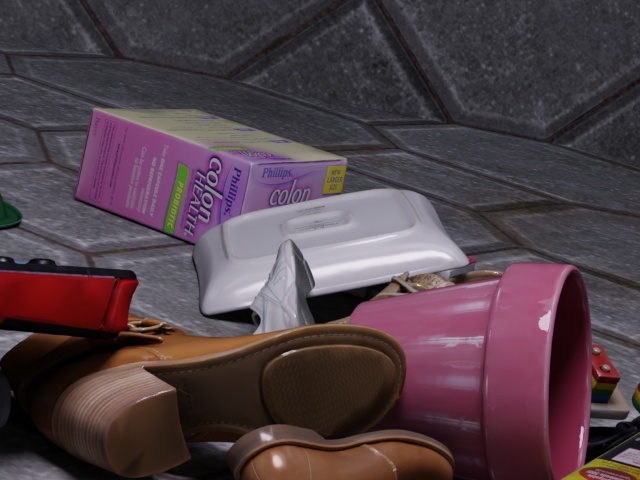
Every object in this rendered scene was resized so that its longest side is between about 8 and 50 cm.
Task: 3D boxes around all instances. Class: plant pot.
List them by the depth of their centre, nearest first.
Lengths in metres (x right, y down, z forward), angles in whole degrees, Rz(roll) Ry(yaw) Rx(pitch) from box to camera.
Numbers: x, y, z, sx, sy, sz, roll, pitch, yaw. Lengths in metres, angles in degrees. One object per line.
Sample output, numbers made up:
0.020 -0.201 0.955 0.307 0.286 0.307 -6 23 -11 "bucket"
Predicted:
0.119 0.116 1.590 0.180 0.201 0.201 0 8 17 "plant pot"

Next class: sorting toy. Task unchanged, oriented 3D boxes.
0.199 0.100 1.760 0.275 0.046 0.132 6 35 -22 "sorting toy"

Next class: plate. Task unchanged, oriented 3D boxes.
0.000 0.000 2.062 0.277 0.045 0.278 -11 15 -3 "plate"

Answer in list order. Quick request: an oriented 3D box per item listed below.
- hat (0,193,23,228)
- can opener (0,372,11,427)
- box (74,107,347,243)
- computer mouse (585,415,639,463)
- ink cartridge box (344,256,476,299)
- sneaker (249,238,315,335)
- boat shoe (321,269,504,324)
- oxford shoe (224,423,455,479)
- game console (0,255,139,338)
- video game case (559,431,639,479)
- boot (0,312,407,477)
-0.405 -0.123 2.094 0.173 0.183 0.208 21 14 34 "hat"
-0.358 0.095 1.358 0.280 0.093 0.074 7 1 -23 "can opener"
-0.131 -0.074 2.338 0.243 0.117 0.213 19 13 29 "box"
0.365 0.206 1.726 0.262 0.060 0.184 8 10 42 "computer mouse"
0.087 0.035 2.196 0.151 0.063 0.109 17 12 18 "ink cartridge box"
-0.040 0.052 1.881 0.061 0.053 0.152 -23 31 16 "sneaker"
0.085 0.081 1.859 0.122 0.110 0.341 20 13 28 "boat shoe"
0.026 0.188 1.447 0.212 0.076 0.076 5 43 -41 "oxford shoe"
-0.366 0.023 1.426 0.387 0.060 0.342 2 -6 35 "game console"
0.294 0.207 1.399 0.248 0.035 0.275 -22 22 -41 "video game case"
-0.097 0.107 1.520 0.283 0.109 0.220 -17 20 -27 "boot"
